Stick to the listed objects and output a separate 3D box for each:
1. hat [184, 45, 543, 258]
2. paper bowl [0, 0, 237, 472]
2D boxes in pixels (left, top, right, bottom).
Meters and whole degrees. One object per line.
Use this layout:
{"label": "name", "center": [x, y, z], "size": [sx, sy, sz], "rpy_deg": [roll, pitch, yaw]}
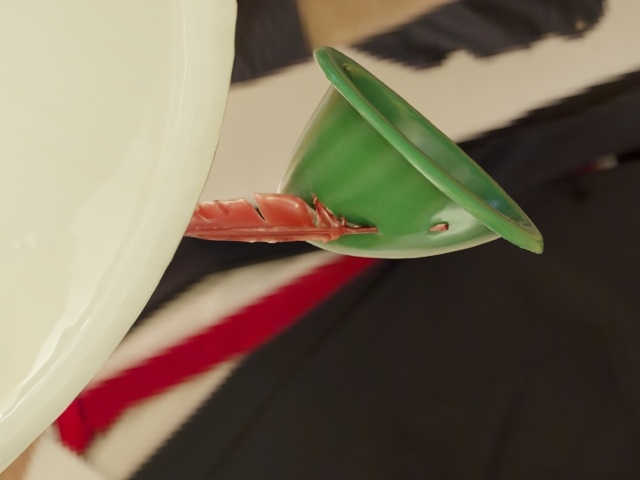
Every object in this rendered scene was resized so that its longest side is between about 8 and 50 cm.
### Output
{"label": "hat", "center": [0.000, 0.000, 1.173], "size": [0.208, 0.183, 0.173], "rpy_deg": [42, -170, 3]}
{"label": "paper bowl", "center": [-0.172, -0.043, 0.462], "size": [0.148, 0.284, 0.284], "rpy_deg": [45, 151, 35]}
